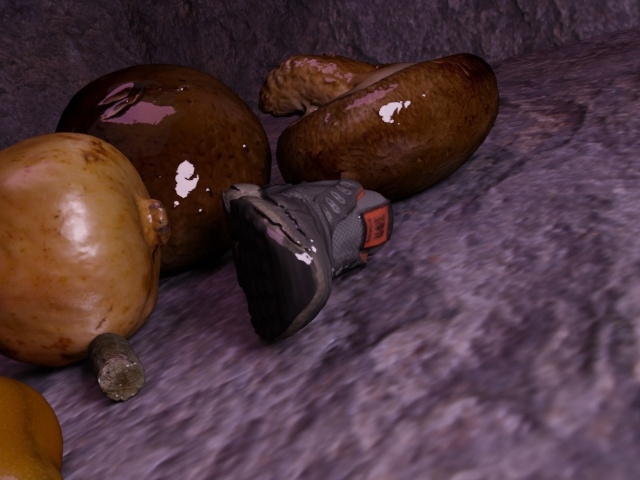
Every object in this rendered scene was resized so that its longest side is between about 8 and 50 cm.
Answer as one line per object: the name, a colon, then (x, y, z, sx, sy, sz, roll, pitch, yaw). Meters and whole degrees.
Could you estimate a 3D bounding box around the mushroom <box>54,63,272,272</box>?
mushroom: (-0.245, -0.065, 1.009, 0.334, 0.356, 0.331, 2, 29, -16)

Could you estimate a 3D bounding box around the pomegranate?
pomegranate: (-0.271, 0.007, 0.734, 0.248, 0.248, 0.248, -17, 16, 5)

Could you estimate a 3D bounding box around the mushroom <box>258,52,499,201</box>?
mushroom: (0.093, -0.160, 0.984, 0.345, 0.239, 0.345, -16, 37, 12)

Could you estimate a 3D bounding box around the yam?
yam: (-0.186, 0.112, 0.631, 0.043, 0.043, 0.094, -23, 15, -18)

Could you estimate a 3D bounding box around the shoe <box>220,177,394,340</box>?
shoe: (0.000, 0.000, 0.691, 0.171, 0.132, 0.336, -11, 11, -10)

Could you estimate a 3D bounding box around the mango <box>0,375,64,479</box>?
mango: (-0.222, 0.152, 0.467, 0.102, 0.084, 0.184, -22, 26, -27)
